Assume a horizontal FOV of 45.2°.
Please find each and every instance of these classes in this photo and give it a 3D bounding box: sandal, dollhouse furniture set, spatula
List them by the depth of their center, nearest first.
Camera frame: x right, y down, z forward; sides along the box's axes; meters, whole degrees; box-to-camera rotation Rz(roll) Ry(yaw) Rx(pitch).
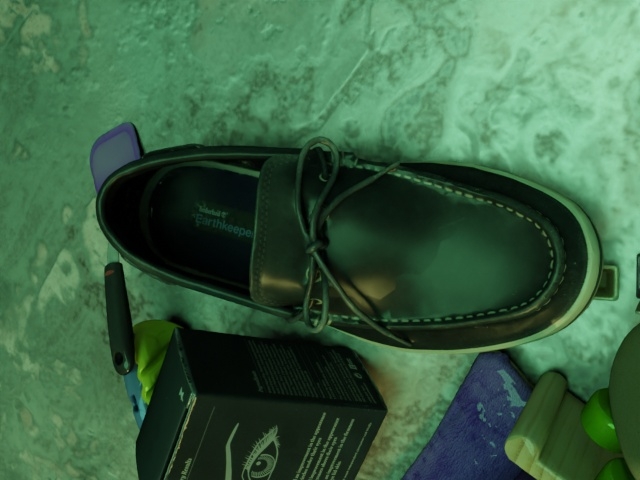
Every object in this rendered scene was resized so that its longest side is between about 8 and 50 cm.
[{"bbox_3d":[0.247,0.062,0.666,0.114,0.081,0.090,2,102,27],"label":"dollhouse furniture set"},{"bbox_3d":[-0.232,0.008,0.882,0.084,0.030,0.296,-20,64,30],"label":"spatula"},{"bbox_3d":[-0.168,0.248,0.899,0.138,0.126,0.317,-19,90,33],"label":"sandal"}]

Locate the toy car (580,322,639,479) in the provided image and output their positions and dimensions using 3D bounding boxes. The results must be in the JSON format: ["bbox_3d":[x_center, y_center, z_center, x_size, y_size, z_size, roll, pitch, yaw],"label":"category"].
[{"bbox_3d":[0.319,0.142,0.571,0.188,0.149,0.155,18,124,0],"label":"toy car"}]

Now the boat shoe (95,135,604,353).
[{"bbox_3d":[0.000,0.000,0.726,0.500,0.156,0.186,10,93,25],"label":"boat shoe"}]

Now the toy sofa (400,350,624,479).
[{"bbox_3d":[0.129,0.293,0.733,0.177,0.150,0.362,36,116,15],"label":"toy sofa"}]

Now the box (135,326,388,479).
[{"bbox_3d":[-0.063,0.187,0.773,0.153,0.207,0.108,-67,28,21],"label":"box"}]
